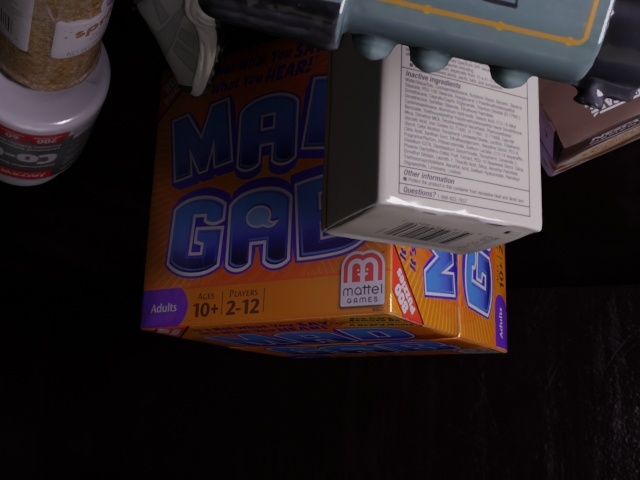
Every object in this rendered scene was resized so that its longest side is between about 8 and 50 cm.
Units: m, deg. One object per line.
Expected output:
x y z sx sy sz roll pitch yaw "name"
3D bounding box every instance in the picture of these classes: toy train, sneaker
0.079 -0.198 0.487 0.334 0.190 0.142 13 -167 -1 "toy train"
-0.145 -0.245 0.851 0.108 0.100 0.271 17 161 -3 "sneaker"

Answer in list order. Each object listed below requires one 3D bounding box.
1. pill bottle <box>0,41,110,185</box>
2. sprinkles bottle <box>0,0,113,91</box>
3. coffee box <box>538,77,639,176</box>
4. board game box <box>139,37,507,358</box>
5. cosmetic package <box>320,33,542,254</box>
-0.369 -0.169 1.016 0.161 0.161 0.283 8 165 -22 "pill bottle"
-0.241 -0.257 0.733 0.121 0.121 0.355 8 165 -21 "sprinkles bottle"
0.314 -0.157 0.922 0.141 0.098 0.246 -25 172 12 "coffee box"
0.021 -0.037 1.085 0.356 0.356 0.356 -7 163 31 "board game box"
0.096 -0.155 0.704 0.160 0.309 0.113 10 164 -23 "cosmetic package"
